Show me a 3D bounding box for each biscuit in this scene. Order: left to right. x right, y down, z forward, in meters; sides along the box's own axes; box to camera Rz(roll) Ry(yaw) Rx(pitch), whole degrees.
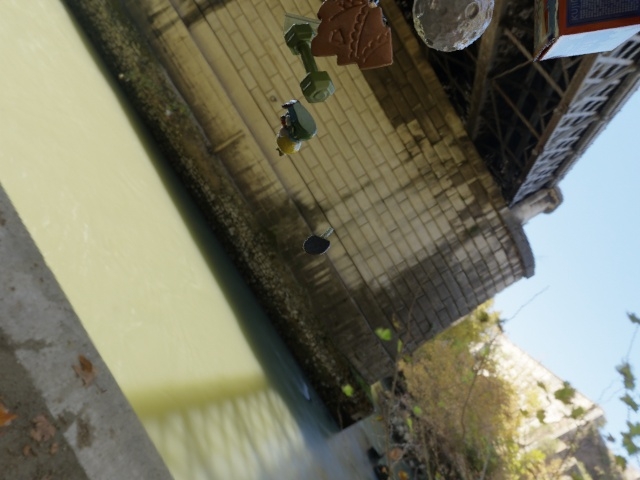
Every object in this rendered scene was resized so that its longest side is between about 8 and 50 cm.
[{"bbox_3d":[0.125,-0.700,1.493,0.306,0.284,0.043,36,8,-2],"label":"biscuit"}]

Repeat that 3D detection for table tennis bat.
[{"bbox_3d":[0.000,0.000,1.568,0.086,0.156,0.013,23,-45,22],"label":"table tennis bat"}]

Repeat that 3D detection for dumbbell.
[{"bbox_3d":[-0.041,-0.636,1.578,0.108,0.121,0.302,3,61,-43],"label":"dumbbell"}]

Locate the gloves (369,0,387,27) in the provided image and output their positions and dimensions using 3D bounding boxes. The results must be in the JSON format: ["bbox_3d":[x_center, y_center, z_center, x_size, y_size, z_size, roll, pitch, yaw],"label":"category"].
[{"bbox_3d":[0.188,-0.871,1.653,0.203,0.124,0.165,47,19,-37],"label":"gloves"}]

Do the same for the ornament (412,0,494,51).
[{"bbox_3d":[0.559,-0.975,1.870,0.337,0.336,0.337,58,4,-7],"label":"ornament"}]

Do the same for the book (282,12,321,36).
[{"bbox_3d":[-0.031,-1.007,2.111,0.208,0.294,0.020,-162,-99,-82],"label":"book"}]

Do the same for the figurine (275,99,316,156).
[{"bbox_3d":[-0.130,-0.460,1.821,0.185,0.127,0.234,51,-30,-14],"label":"figurine"}]

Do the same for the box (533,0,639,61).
[{"bbox_3d":[0.832,-0.792,1.382,0.318,0.256,0.350,-36,122,-72],"label":"box"}]
